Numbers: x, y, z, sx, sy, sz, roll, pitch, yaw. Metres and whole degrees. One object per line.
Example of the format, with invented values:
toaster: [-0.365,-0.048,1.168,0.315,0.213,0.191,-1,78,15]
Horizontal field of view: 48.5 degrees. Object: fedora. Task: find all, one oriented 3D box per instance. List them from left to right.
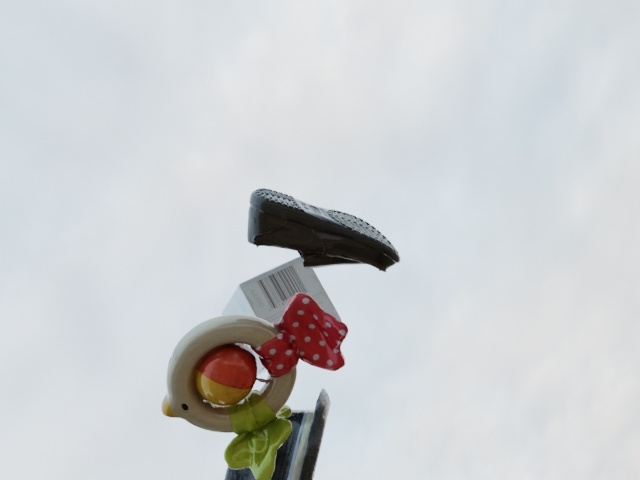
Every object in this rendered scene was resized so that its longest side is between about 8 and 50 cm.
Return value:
fedora: [-0.086,0.408,1.266,0.334,0.152,0.334,12,-90,-86]

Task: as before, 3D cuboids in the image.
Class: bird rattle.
bird rattle: [-0.086,0.172,0.896,0.207,0.143,0.254,16,-65,-23]

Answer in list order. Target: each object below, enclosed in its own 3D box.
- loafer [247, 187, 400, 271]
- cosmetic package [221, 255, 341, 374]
loafer: [0.000,0.000,0.931,0.220,0.080,0.078,20,-73,-17]
cosmetic package: [-0.081,0.148,1.380,0.151,0.151,0.184,-25,-13,-25]
